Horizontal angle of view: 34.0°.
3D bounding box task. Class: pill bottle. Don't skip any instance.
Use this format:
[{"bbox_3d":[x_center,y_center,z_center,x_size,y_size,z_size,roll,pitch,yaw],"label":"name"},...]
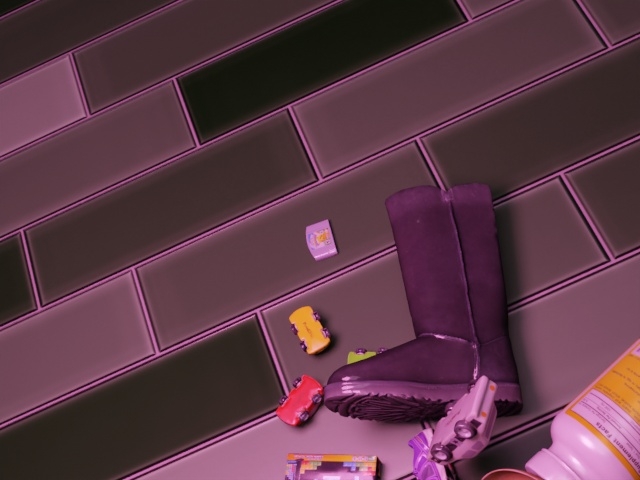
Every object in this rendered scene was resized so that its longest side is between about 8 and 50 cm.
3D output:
[{"bbox_3d":[0.505,0.311,1.720,0.334,0.188,0.188,-41,59,-7],"label":"pill bottle"}]

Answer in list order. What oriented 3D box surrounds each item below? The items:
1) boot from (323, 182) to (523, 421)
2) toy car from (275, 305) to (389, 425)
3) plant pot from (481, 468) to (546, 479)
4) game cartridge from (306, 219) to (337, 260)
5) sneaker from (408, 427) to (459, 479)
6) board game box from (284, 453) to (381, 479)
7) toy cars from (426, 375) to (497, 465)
[{"bbox_3d":[0.171,0.099,1.918,0.367,0.146,0.445,4,63,-14],"label":"boot"},{"bbox_3d":[0.040,0.242,1.977,0.225,0.053,0.239,-1,63,16],"label":"toy car"},{"bbox_3d":[0.350,0.466,1.679,0.032,0.236,0.236,-26,52,-36],"label":"plant pot"},{"bbox_3d":[0.000,0.000,2.142,0.056,0.017,0.083,-21,58,9],"label":"game cartridge"},{"bbox_3d":[0.200,0.416,1.840,0.071,0.068,0.170,-31,48,17],"label":"sneaker"},{"bbox_3d":[0.018,0.456,1.870,0.170,0.048,0.141,-3,61,16],"label":"board game box"},{"bbox_3d":[0.201,0.397,1.726,0.087,0.176,0.394,28,100,-2],"label":"toy cars"}]
